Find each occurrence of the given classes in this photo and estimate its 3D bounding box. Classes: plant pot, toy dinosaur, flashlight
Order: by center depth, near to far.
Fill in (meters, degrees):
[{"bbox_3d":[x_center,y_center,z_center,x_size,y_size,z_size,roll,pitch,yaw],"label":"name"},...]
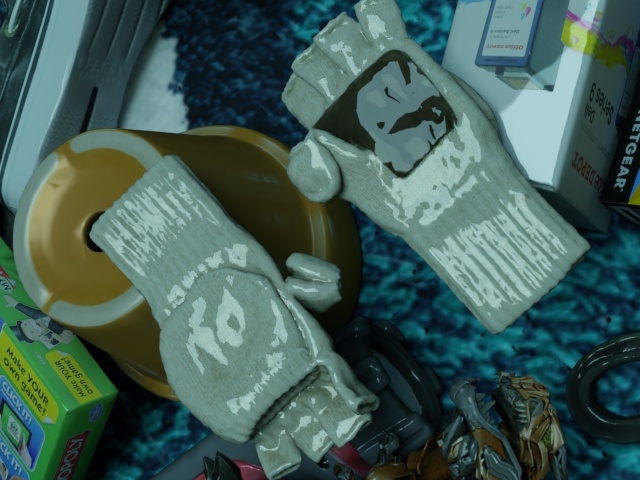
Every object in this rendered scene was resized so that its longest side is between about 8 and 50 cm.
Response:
[{"bbox_3d":[0.041,0.224,0.778,0.164,0.218,0.322,-156,74,-69],"label":"toy dinosaur"},{"bbox_3d":[-0.054,0.175,0.884,0.304,0.103,0.103,-39,100,17],"label":"flashlight"},{"bbox_3d":[-0.102,0.007,0.888,0.205,0.188,0.205,-6,77,26],"label":"plant pot"}]

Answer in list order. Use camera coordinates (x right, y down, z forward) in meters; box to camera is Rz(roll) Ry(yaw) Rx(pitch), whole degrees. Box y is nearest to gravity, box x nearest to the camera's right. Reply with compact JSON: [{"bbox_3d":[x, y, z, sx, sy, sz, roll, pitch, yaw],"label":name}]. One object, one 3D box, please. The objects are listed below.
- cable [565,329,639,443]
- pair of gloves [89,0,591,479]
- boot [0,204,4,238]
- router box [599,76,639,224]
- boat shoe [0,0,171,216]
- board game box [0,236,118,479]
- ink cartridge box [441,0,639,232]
[{"bbox_3d":[0.287,0.044,0.779,0.139,0.072,0.287,49,115,12],"label":"cable"},{"bbox_3d":[0.000,0.000,0.729,0.240,0.042,0.204,-36,73,9],"label":"pair of gloves"},{"bbox_3d":[-0.314,0.017,1.073,0.099,0.045,0.121,-3,76,27],"label":"boot"},{"bbox_3d":[0.257,-0.092,0.775,0.133,0.046,0.179,8,75,49],"label":"router box"},{"bbox_3d":[-0.202,-0.181,1.013,0.119,0.121,0.335,23,92,24],"label":"boat shoe"},{"bbox_3d":[-0.282,0.075,0.986,0.317,0.046,0.213,47,134,26],"label":"board game box"},{"bbox_3d":[0.149,-0.124,0.809,0.093,0.154,0.212,15,86,26],"label":"ink cartridge box"}]
